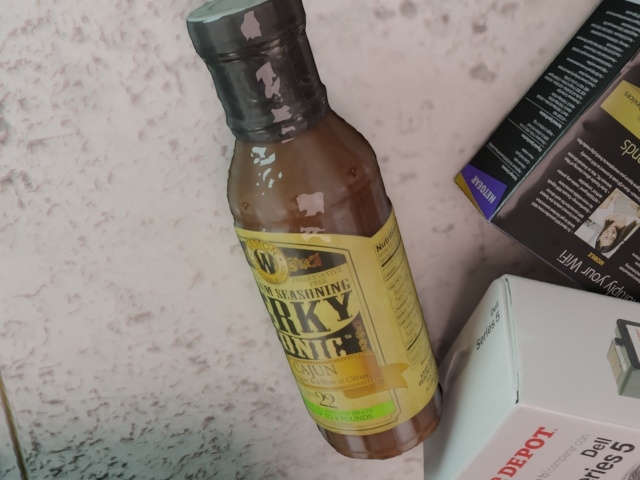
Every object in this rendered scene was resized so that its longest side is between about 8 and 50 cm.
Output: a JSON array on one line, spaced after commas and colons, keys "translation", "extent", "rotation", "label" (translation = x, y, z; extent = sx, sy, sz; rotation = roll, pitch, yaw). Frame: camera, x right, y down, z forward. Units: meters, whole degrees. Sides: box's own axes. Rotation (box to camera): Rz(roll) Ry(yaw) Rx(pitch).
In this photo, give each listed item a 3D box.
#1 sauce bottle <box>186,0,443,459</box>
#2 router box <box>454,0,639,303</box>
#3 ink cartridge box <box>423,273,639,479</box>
[{"translation": [0.000, 0.000, 0.504], "extent": [0.111, 0.111, 0.344], "rotation": [-20, 116, 0], "label": "sauce bottle"}, {"translation": [0.298, -0.047, 0.546], "extent": [0.309, 0.081, 0.243], "rotation": [32, 107, -23], "label": "router box"}, {"translation": [0.235, 0.150, 0.555], "extent": [0.273, 0.114, 0.198], "rotation": [12, 138, -4], "label": "ink cartridge box"}]
